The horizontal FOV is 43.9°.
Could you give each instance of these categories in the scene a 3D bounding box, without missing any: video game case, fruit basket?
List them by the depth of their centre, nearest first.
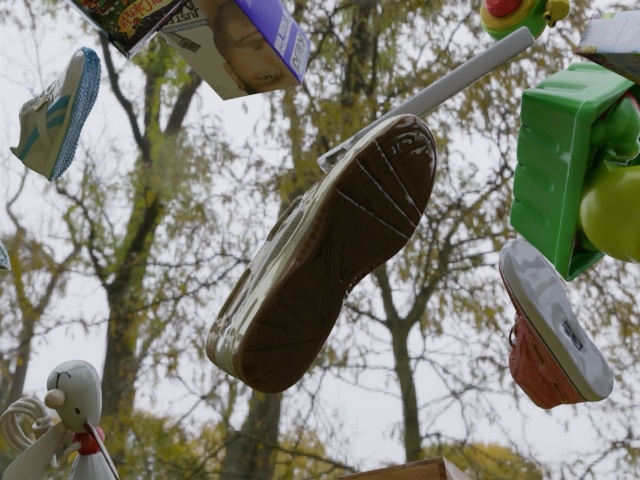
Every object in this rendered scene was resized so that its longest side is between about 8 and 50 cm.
[{"bbox_3d":[0.162,-0.225,1.331,0.329,0.036,0.300,-34,5,-10],"label":"video game case"},{"bbox_3d":[0.517,-0.096,1.365,0.282,0.392,0.392,-31,-20,-30],"label":"fruit basket"}]

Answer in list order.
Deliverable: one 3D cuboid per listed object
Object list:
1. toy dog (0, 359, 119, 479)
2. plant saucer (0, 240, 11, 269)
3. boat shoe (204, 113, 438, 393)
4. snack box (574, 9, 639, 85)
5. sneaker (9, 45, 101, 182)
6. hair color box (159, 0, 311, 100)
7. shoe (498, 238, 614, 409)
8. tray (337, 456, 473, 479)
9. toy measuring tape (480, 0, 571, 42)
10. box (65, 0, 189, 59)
[{"bbox_3d":[-0.344,0.352,1.092,0.220,0.334,0.161,-30,-1,18],"label":"toy dog"},{"bbox_3d":[-0.521,-0.028,0.933,0.317,0.044,0.317,13,-10,2],"label":"plant saucer"},{"bbox_3d":[0.000,0.000,0.747,0.109,0.302,0.098,45,-19,-32],"label":"boat shoe"},{"bbox_3d":[0.484,-0.254,1.103,0.174,0.207,0.070,21,-83,-14],"label":"snack box"},{"bbox_3d":[-0.418,-0.206,1.250,0.092,0.087,0.229,30,-70,0],"label":"sneaker"},{"bbox_3d":[-0.180,-0.394,1.376,0.185,0.110,0.339,-5,-29,30],"label":"hair color box"},{"bbox_3d":[0.211,0.089,0.794,0.063,0.178,0.081,-33,1,-43],"label":"shoe"},{"bbox_3d":[0.207,0.514,1.540,0.202,0.076,0.411,-16,-34,19],"label":"tray"},{"bbox_3d":[0.294,-0.404,1.397,0.121,0.121,0.330,33,-5,-40],"label":"toy measuring tape"},{"bbox_3d":[-0.244,-0.389,1.096,0.159,0.233,0.044,42,-13,-6],"label":"box"}]
